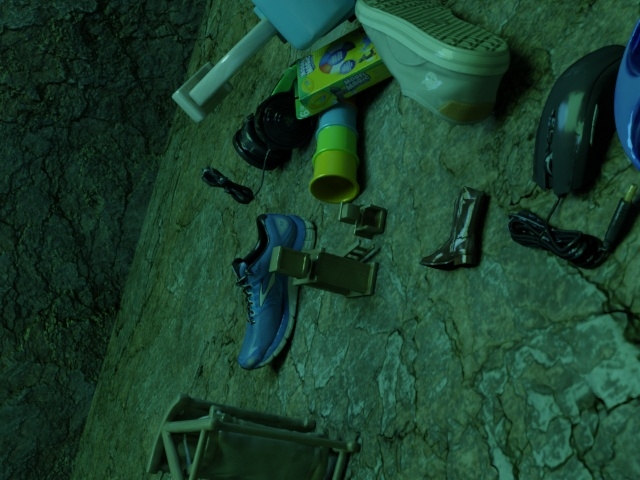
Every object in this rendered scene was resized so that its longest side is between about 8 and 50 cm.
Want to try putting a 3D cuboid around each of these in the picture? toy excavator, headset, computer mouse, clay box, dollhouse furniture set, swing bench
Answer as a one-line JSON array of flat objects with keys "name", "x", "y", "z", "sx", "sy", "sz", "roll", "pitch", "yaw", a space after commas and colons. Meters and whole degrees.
[{"name": "toy excavator", "x": -0.081, "y": -0.438, "z": 1.464, "sx": 0.445, "sy": 0.222, "sz": 0.433, "roll": -47, "pitch": 15, "yaw": -19}, {"name": "headset", "x": -0.135, "y": -0.261, "z": 1.741, "sx": 0.243, "sy": 0.185, "sz": 0.394, "roll": -32, "pitch": 35, "yaw": 57}, {"name": "computer mouse", "x": 0.297, "y": -0.100, "z": 0.857, "sx": 0.261, "sy": 0.060, "sz": 0.184, "roll": -68, "pitch": 24, "yaw": 12}, {"name": "clay box", "x": 0.035, "y": -0.330, "z": 1.455, "sx": 0.222, "sy": 0.053, "sz": 0.127, "roll": -23, "pitch": 47, "yaw": 20}, {"name": "dollhouse furniture set", "x": 0.000, "y": 0.000, "z": 1.283, "sx": 0.101, "sy": 0.182, "sz": 0.160, "roll": -16, "pitch": 60, "yaw": 62}, {"name": "swing bench", "x": -0.118, "y": 0.354, "z": 1.224, "sx": 0.255, "sy": 0.253, "sz": 0.165, "roll": 7, "pitch": 81, "yaw": 65}]

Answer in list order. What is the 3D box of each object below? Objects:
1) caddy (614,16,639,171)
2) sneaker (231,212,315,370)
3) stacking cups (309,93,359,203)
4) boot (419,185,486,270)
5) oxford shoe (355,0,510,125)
[{"name": "caddy", "x": 0.383, "y": -0.158, "z": 0.565, "sx": 0.341, "sy": 0.179, "sz": 0.241, "roll": -32, "pitch": 47, "yaw": 56}, {"name": "sneaker", "x": -0.124, "y": 0.098, "z": 1.534, "sx": 0.130, "sy": 0.147, "sz": 0.329, "roll": -1, "pitch": 75, "yaw": 65}, {"name": "stacking cups", "x": 0.038, "y": -0.222, "z": 1.482, "sx": 0.096, "sy": 0.096, "sz": 0.316, "roll": -44, "pitch": 32, "yaw": 48}, {"name": "boot", "x": 0.188, "y": -0.017, "z": 1.067, "sx": 0.106, "sy": 0.037, "sz": 0.114, "roll": -7, "pitch": 71, "yaw": 50}, {"name": "oxford shoe", "x": 0.156, "y": -0.301, "z": 1.194, "sx": 0.449, "sy": 0.169, "sz": 0.130, "roll": -117, "pitch": 26, "yaw": -56}]
